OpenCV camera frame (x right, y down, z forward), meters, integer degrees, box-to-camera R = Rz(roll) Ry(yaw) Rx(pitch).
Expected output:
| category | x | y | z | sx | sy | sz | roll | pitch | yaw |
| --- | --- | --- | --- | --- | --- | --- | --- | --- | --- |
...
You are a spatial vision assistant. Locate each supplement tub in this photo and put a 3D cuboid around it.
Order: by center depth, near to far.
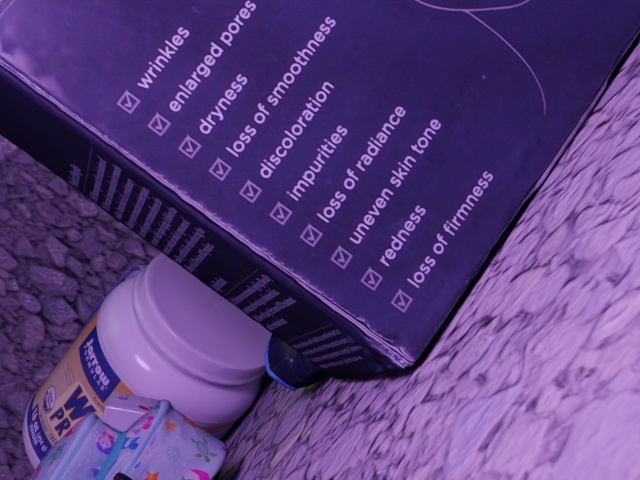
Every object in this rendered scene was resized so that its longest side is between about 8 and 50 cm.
| category | x | y | z | sx | sy | sz | roll | pitch | yaw |
| --- | --- | --- | --- | --- | --- | --- | --- | --- | --- |
| supplement tub | -0.215 | 0.185 | 1.878 | 0.316 | 0.228 | 0.228 | -51 | 6 | 30 |

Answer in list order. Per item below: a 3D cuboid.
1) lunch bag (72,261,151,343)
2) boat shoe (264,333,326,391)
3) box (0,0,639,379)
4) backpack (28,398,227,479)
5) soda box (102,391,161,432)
| category | x | y | z | sx | sy | sz | roll | pitch | yaw |
| --- | --- | --- | --- | --- | --- | --- | --- | --- | --- |
| lunch bag | -0.236 | 0.182 | 2.150 | 0.115 | 0.243 | 0.303 | -19 | -22 | -40 |
| boat shoe | 0.030 | 0.038 | 1.526 | 0.089 | 0.109 | 0.258 | -23 | 47 | 59 |
| box | -0.011 | -0.204 | 1.306 | 0.480 | 0.472 | 0.297 | -54 | 6 | -13 |
| backpack | -0.218 | 0.288 | 1.562 | 0.253 | 0.191 | 0.225 | -51 | 2 | -32 |
| soda box | -0.231 | 0.292 | 1.722 | 0.069 | 0.074 | 0.216 | -96 | 16 | -82 |
